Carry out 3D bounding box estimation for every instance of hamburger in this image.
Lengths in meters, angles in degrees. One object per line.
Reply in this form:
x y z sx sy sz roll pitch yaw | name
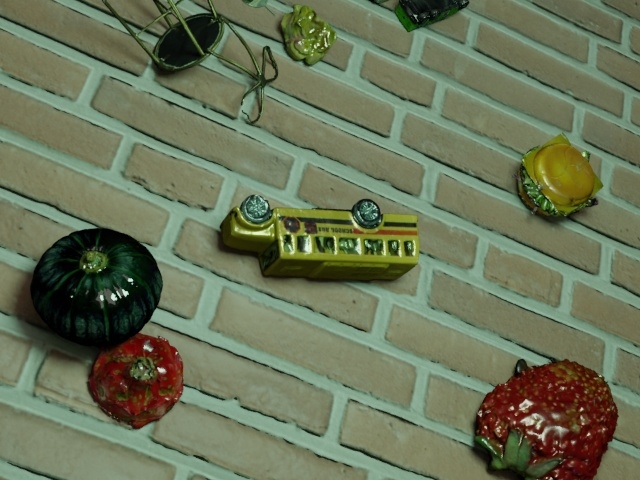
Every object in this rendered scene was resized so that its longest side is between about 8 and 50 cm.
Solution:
0.464 -0.118 2.013 0.189 0.093 0.164 -20 75 -27 | hamburger

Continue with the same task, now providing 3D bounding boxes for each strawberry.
0.414 0.294 1.762 0.233 0.138 0.306 41 59 4 | strawberry

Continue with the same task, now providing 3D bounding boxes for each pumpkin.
-0.340 0.067 1.556 0.201 0.140 0.202 4 43 -3 | pumpkin

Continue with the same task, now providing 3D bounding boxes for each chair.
-0.228 -0.359 1.838 0.326 0.170 0.160 55 39 -43 | chair

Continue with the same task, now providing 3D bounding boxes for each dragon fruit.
-0.266 0.194 1.555 0.153 0.111 0.153 10 63 -21 | dragon fruit

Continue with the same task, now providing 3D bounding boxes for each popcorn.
-0.023 -0.401 1.969 0.097 0.089 0.109 -22 71 -41 | popcorn

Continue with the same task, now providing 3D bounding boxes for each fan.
-0.126 -0.472 2.008 0.060 0.003 0.080 -12 69 -26 | fan

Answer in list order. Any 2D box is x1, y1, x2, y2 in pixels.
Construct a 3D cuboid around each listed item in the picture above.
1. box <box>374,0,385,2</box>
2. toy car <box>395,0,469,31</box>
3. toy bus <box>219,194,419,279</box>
0.181 -0.717 2.118 0.351 0.177 0.344 -27 83 -19 | box
0.233 -0.488 2.125 0.165 0.062 0.071 -25 77 -30 | toy car
0.000 0.000 1.755 0.335 0.121 0.123 2 71 -22 | toy bus
